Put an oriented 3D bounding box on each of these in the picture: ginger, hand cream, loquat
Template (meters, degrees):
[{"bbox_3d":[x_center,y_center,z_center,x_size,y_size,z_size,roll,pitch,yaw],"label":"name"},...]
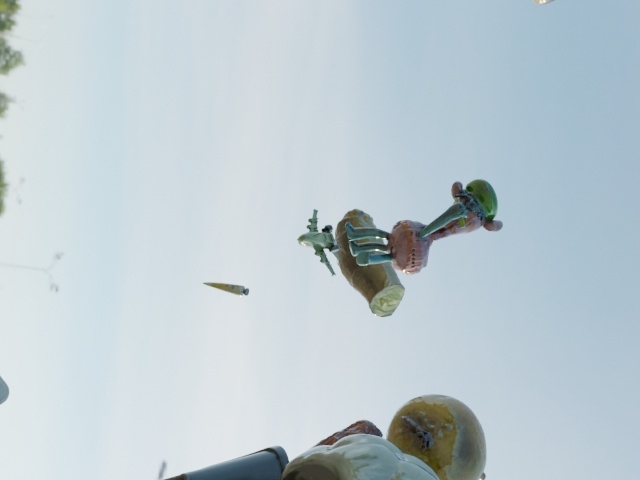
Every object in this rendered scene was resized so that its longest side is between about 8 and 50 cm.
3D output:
[{"bbox_3d":[0.101,0.048,1.878,0.109,0.116,0.263,98,-27,-50],"label":"ginger"},{"bbox_3d":[-0.192,0.094,1.679,0.102,0.035,0.022,11,-85,22],"label":"hand cream"},{"bbox_3d":[0.189,0.332,1.310,0.149,0.204,0.172,-24,-132,34],"label":"loquat"}]

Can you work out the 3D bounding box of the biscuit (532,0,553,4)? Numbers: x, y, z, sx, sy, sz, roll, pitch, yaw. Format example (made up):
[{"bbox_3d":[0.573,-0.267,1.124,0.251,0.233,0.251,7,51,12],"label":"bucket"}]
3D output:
[{"bbox_3d":[0.291,-0.354,0.902,0.174,0.183,0.039,-15,-130,22],"label":"biscuit"}]

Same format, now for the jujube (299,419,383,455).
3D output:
[{"bbox_3d":[0.033,0.447,1.566,0.236,0.168,0.168,-48,-163,-19],"label":"jujube"}]

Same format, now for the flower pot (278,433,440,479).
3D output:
[{"bbox_3d":[0.053,0.368,1.039,0.246,0.195,0.246,-20,-119,40],"label":"flower pot"}]

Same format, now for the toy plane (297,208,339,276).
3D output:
[{"bbox_3d":[0.000,0.000,1.186,0.040,0.111,0.102,-24,-105,16],"label":"toy plane"}]

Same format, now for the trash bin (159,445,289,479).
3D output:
[{"bbox_3d":[-0.145,0.351,1.124,0.176,0.236,0.101,-23,-107,31],"label":"trash bin"}]

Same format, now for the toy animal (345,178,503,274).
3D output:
[{"bbox_3d":[0.137,-0.017,1.076,0.103,0.208,0.100,104,-32,-73],"label":"toy animal"}]

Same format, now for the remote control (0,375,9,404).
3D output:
[{"bbox_3d":[-0.494,0.219,0.883,0.109,0.313,0.055,53,-29,0],"label":"remote control"}]
